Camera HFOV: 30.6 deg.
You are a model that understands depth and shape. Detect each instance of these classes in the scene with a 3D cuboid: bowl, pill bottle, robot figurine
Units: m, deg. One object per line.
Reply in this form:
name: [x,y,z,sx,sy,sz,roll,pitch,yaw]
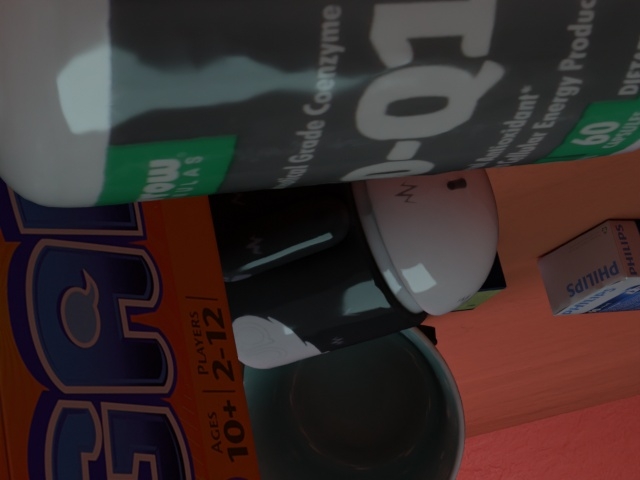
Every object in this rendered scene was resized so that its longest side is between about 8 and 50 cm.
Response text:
bowl: [0.033,0.209,1.448,0.311,0.311,0.163,-17,-178,15]
pill bottle: [-0.035,-0.120,0.469,0.361,0.204,0.204,-6,161,-17]
robot figurine: [0.000,-0.002,0.920,0.278,0.209,0.173,-18,125,20]

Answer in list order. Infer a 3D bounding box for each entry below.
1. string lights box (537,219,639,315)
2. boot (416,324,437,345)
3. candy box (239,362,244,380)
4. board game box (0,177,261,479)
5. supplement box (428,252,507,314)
string lights box: [0.412,0.033,1.440,0.259,0.077,0.133,0,158,-33]
boot: [0.039,0.270,1.618,0.348,0.260,0.131,-26,158,38]
candy box: [-0.166,0.149,1.195,0.087,0.183,0.316,2,169,16]
board game box: [-0.296,0.100,0.720,0.356,0.356,0.356,-27,157,38]
supplement box: [0.152,0.044,1.336,0.083,0.056,0.083,-4,160,-24]
